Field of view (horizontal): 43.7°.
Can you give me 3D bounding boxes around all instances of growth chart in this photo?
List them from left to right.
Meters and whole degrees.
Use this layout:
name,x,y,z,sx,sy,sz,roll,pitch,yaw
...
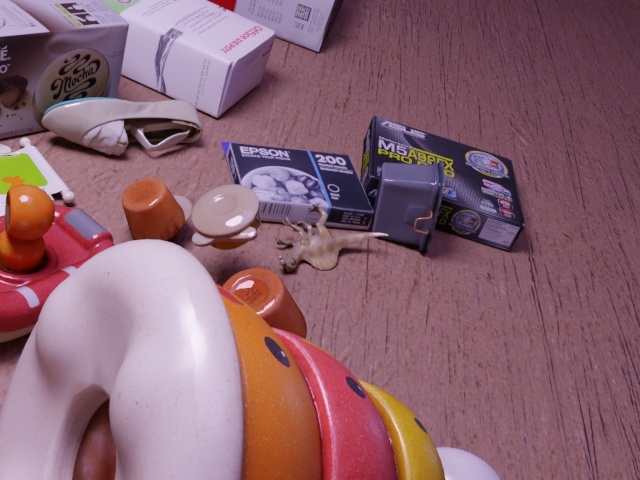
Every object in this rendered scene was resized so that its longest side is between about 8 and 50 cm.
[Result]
name,x,y,z,sx,sy,sz,roll,pitch,yaw
growth chart,-0.442,-0.069,1.023,0.172,0.021,0.237,38,38,24

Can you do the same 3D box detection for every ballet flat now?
name,x,y,z,sx,sy,sz,roll,pitch,yaw
ballet flat,-0.284,-0.168,1.190,0.248,0.086,0.086,-13,47,-39

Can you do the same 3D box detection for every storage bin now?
name,x,y,z,sx,sy,sz,roll,pitch,yaw
storage bin,0.129,-0.052,1.209,0.091,0.135,0.098,7,36,-1

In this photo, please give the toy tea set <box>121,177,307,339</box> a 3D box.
name,x,y,z,sx,sy,sz,roll,pitch,yaw
toy tea set,-0.139,0.049,0.978,0.200,0.124,0.336,-18,47,-3

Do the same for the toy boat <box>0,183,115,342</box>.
name,x,y,z,sx,sy,sz,roll,pitch,yaw
toy boat,-0.328,0.006,0.868,0.151,0.151,0.231,36,38,20

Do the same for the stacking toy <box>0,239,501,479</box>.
name,x,y,z,sx,sy,sz,roll,pitch,yaw
stacking toy,-0.014,0.216,0.696,0.480,0.350,0.350,18,31,-37

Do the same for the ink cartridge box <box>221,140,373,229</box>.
name,x,y,z,sx,sy,sz,roll,pitch,yaw
ink cartridge box,-0.040,-0.103,1.253,0.206,0.045,0.208,4,38,-22

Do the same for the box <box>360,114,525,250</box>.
name,x,y,z,sx,sy,sz,roll,pitch,yaw
box,0.203,-0.103,1.364,0.270,0.060,0.216,18,36,-6

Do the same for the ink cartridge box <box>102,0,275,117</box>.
name,x,y,z,sx,sy,sz,roll,pitch,yaw
ink cartridge box,-0.246,-0.348,1.407,0.273,0.114,0.198,26,36,7

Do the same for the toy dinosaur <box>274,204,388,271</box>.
name,x,y,z,sx,sy,sz,roll,pitch,yaw
toy dinosaur,0.000,0.000,1.148,0.183,0.053,0.092,-18,66,-33

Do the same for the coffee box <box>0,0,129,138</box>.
name,x,y,z,sx,sy,sz,roll,pitch,yaw
coffee box,-0.438,-0.248,1.132,0.119,0.168,0.297,41,39,25

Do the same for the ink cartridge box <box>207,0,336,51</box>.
name,x,y,z,sx,sy,sz,roll,pitch,yaw
ink cartridge box,-0.085,-0.573,1.775,0.272,0.130,0.309,19,36,-2
